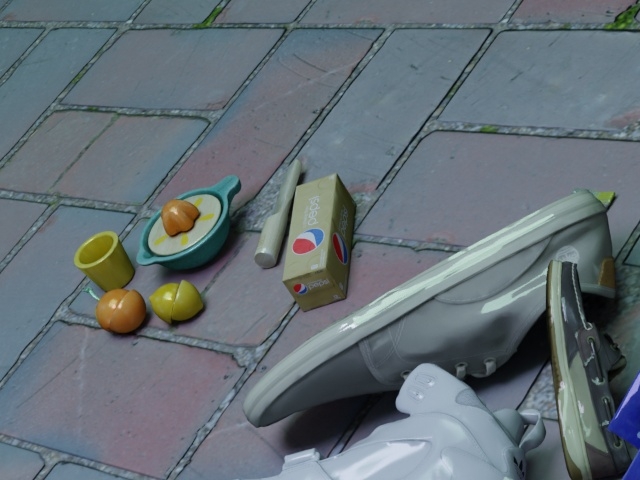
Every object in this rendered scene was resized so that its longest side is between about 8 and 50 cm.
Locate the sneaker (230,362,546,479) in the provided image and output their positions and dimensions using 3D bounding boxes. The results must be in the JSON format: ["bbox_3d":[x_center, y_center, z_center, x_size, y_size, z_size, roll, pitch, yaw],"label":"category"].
[{"bbox_3d":[0.050,0.241,1.696,0.366,0.137,0.210,0,45,32],"label":"sneaker"}]

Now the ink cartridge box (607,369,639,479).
[{"bbox_3d":[0.408,0.201,1.369,0.395,0.151,0.270,29,90,54],"label":"ink cartridge box"}]

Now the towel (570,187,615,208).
[{"bbox_3d":[0.294,-0.029,1.937,0.060,0.009,0.083,13,55,48],"label":"towel"}]

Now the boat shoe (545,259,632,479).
[{"bbox_3d":[0.264,0.126,1.668,0.073,0.080,0.223,-6,71,6],"label":"boat shoe"}]

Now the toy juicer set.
[{"bbox_3d":[-0.170,0.005,2.201,0.329,0.089,0.209,-26,34,9],"label":"toy juicer set"}]

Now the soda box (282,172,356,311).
[{"bbox_3d":[0.000,0.000,2.097,0.061,0.058,0.181,-18,37,21],"label":"soda box"}]

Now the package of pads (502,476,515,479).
[{"bbox_3d":[0.198,0.364,1.336,0.296,0.101,0.229,36,95,40],"label":"package of pads"}]

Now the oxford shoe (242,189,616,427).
[{"bbox_3d":[0.121,0.102,1.812,0.449,0.130,0.169,-29,-5,8],"label":"oxford shoe"}]
